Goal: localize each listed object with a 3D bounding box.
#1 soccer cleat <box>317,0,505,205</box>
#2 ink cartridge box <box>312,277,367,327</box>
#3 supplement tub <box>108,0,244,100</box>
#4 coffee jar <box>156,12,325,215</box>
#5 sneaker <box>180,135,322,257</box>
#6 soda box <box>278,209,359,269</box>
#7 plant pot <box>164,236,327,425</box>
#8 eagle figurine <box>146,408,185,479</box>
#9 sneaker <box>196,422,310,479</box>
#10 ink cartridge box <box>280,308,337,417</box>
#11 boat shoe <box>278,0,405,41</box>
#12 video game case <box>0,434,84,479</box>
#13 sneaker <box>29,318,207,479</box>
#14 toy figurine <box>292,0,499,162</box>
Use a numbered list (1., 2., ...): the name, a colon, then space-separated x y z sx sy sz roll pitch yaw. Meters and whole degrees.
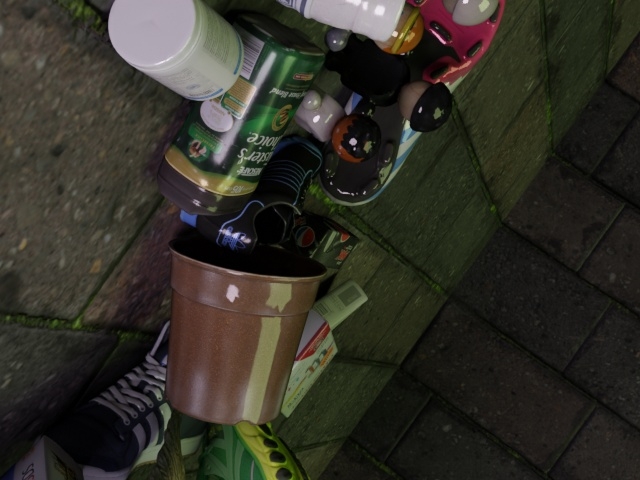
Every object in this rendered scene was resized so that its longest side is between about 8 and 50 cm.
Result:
1. soccer cleat: 0.100 -0.191 1.252 0.331 0.116 0.143 -55 -178 5
2. ink cartridge box: -0.043 0.168 1.697 0.225 0.056 0.181 -42 174 35
3. supplement tub: -0.106 -0.150 0.771 0.071 0.071 0.107 -55 164 3
4. coffee jar: -0.075 -0.109 0.930 0.184 0.079 0.096 -60 163 20
5. sneaker: -0.050 -0.044 1.114 0.232 0.090 0.081 -33 154 -51
6. soda box: 0.000 0.000 1.423 0.060 0.053 0.169 -56 165 6
7. plant pot: -0.089 0.094 1.067 0.167 0.167 0.165 -14 117 -67
8. eagle figurine: -0.171 0.327 0.998 0.298 0.225 0.226 -31 144 -39
9. sneaker: -0.119 0.256 1.285 0.123 0.295 0.109 -45 127 2
10. ink cartridge box: -0.066 0.144 1.396 0.128 0.127 0.176 -52 165 -11
11. boat shoe: 0.109 -0.284 0.880 0.367 0.156 0.136 -55 173 -42
12. video game case: -0.315 0.309 0.877 0.269 0.061 0.244 -44 -166 -9
13. sneaker: -0.199 0.175 1.138 0.153 0.099 0.282 -64 158 10
14. toy figurine: 0.061 -0.192 1.022 0.209 0.148 0.213 -36 156 -49
